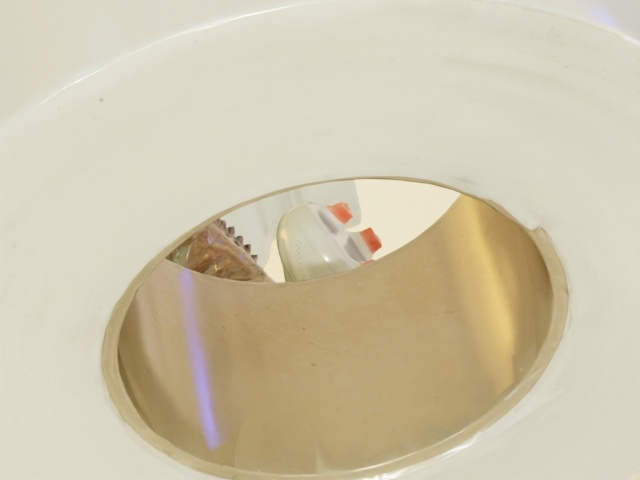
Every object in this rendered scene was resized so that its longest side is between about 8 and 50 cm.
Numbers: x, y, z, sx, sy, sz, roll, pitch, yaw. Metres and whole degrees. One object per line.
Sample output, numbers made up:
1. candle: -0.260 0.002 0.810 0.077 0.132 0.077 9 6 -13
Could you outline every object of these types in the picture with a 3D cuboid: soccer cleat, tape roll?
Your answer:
1. soccer cleat: 0.016 0.056 0.766 0.076 0.068 0.196 -30 141 3
2. tape roll: 0.000 0.000 0.576 0.286 0.286 0.100 -31 -137 19

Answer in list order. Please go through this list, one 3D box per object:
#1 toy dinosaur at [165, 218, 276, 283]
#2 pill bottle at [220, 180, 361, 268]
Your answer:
1. toy dinosaur: -0.050 0.081 0.785 0.200 0.295 0.127 -1 -179 -20
2. pill bottle: -0.096 -0.029 1.136 0.229 0.131 0.131 -16 -175 -2
